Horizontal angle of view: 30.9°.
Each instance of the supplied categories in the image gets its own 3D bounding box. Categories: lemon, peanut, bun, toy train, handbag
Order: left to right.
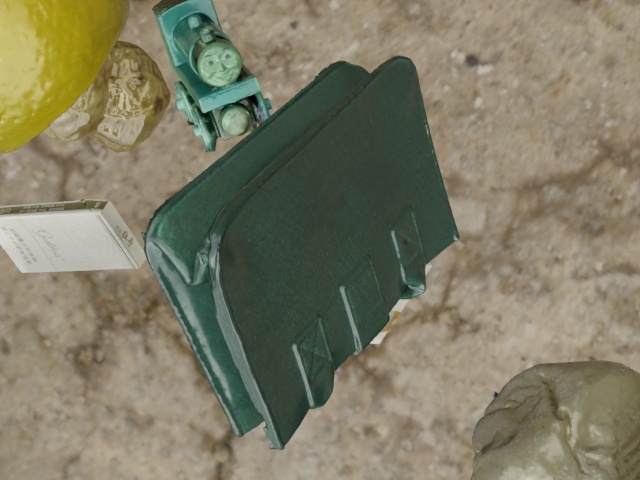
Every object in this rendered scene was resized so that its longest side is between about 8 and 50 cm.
[{"bbox_3d":[-0.306,-0.212,1.012,0.240,0.240,0.219,-25,127,33],"label":"lemon"},{"bbox_3d":[-0.368,-0.248,1.928,0.233,0.110,0.197,12,101,-24],"label":"peanut"},{"bbox_3d":[-0.164,-0.254,1.714,0.120,0.298,0.194,-21,116,-8],"label":"toy train"},{"bbox_3d":[-0.001,-0.001,1.036,0.089,0.326,0.239,7,129,37],"label":"handbag"},{"bbox_3d":[0.281,0.266,1.315,0.204,0.281,0.282,-8,113,35],"label":"bun"}]

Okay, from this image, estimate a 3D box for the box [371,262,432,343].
[{"bbox_3d":[-0.018,0.053,1.966,0.341,0.143,0.225,5,134,-29],"label":"box"}]

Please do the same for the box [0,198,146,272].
[{"bbox_3d":[-0.332,-0.004,1.497,0.198,0.029,0.109,-3,136,26],"label":"box"}]
